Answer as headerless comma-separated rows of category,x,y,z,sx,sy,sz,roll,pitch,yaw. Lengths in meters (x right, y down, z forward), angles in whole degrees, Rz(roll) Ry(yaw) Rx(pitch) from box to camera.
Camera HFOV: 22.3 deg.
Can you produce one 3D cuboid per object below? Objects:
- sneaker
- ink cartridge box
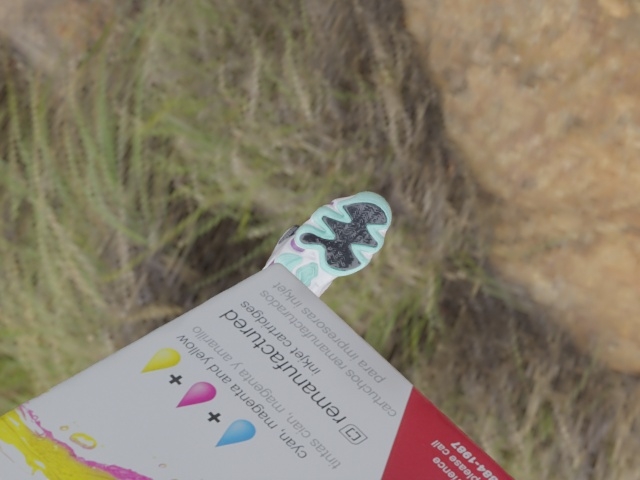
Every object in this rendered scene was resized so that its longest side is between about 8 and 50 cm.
sneaker,0.000,0.000,0.833,0.098,0.069,0.038,-41,103,23
ink cartridge box,-0.045,0.119,0.459,0.128,0.176,0.127,42,143,25
